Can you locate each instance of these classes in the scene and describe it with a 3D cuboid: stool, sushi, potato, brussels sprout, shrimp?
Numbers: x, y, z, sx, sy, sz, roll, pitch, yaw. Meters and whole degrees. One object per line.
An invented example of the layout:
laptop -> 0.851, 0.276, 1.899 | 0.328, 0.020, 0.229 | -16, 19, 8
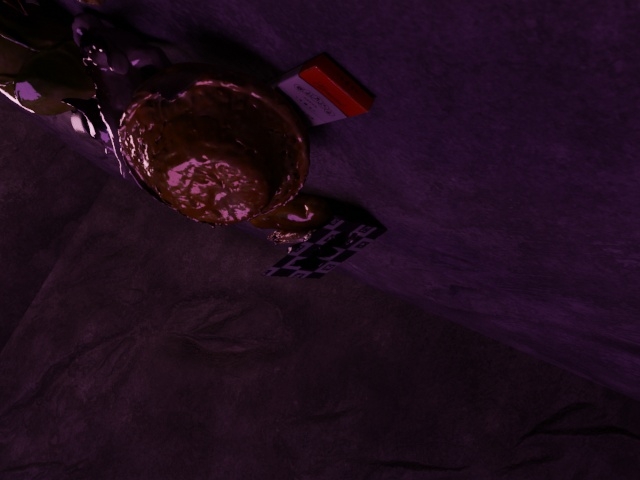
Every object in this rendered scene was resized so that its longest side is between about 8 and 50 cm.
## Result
stool -> -0.826, -0.465, 1.851 | 0.139, 0.153, 0.228 | 16, -153, 31
sushi -> 0.000, 0.000, 1.698 | 0.297, 0.099, 0.373 | 9, 143, -46
potato -> -0.108, -0.111, 1.741 | 0.369, 0.176, 0.195 | 5, 146, 41
brussels sprout -> -0.735, -0.470, 1.277 | 0.227, 0.259, 0.294 | 31, -168, 29
shrimp -> -0.077, -0.040, 1.849 | 0.295, 0.154, 0.062 | -10, 123, 20

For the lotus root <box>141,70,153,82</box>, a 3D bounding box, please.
lotus root -> -0.484, -0.418, 1.356 | 0.259, 0.097, 0.110 | 27, 172, 18

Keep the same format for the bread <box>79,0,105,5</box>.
bread -> -0.457, -0.505, 0.909 | 0.156, 0.103, 0.110 | 30, -179, 9

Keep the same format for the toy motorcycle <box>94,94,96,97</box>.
toy motorcycle -> -0.711, -0.504, 1.487 | 0.298, 0.089, 0.171 | 34, 165, -31

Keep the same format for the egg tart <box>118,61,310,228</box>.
egg tart -> -0.237, -0.169, 1.084 | 0.444, 0.178, 0.442 | -1, 140, -1

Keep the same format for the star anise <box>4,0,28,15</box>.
star anise -> -0.701, -0.588, 1.036 | 0.196, 0.111, 0.212 | 7, 135, 5

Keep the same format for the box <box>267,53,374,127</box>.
box -> -0.012, -0.294, 0.984 | 0.139, 0.035, 0.245 | 33, 167, -26

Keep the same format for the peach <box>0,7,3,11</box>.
peach -> -1.036, -0.575, 1.416 | 0.308, 0.308, 0.332 | 34, -162, -33

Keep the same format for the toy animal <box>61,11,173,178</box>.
toy animal -> -0.506, -0.362, 1.190 | 0.303, 0.194, 0.344 | 36, 130, 24
